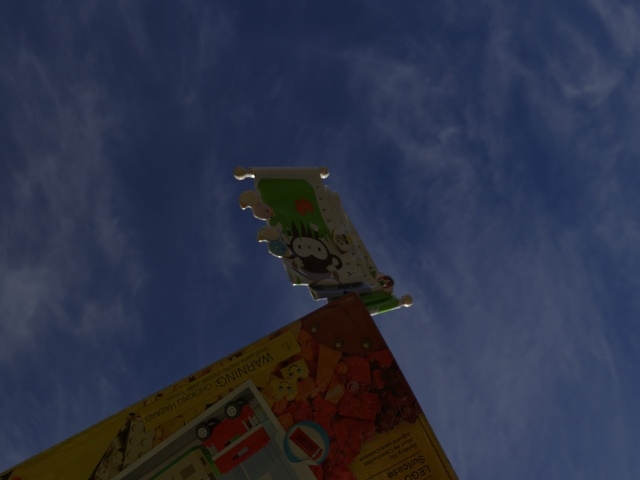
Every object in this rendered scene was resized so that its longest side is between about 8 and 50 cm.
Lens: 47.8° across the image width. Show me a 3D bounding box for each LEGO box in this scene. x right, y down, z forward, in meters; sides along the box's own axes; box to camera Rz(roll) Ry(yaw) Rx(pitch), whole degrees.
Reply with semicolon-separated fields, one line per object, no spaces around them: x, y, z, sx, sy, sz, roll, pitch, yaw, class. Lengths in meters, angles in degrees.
-0.095;0.336;0.692;0.500;0.193;0.372;-28;-106;-1;LEGO box

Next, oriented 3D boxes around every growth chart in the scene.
0.000;0.000;0.883;0.172;0.021;0.237;-16;-110;-45;growth chart
